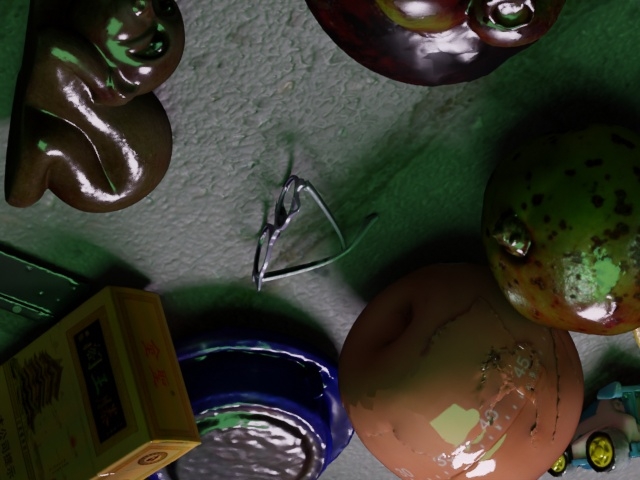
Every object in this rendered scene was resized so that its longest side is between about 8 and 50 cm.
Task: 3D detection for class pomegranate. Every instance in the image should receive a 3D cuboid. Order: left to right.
[{"bbox_3d":[0.250,-0.005,1.294,0.198,0.198,0.246,-21,166,17],"label":"pomegranate"}]

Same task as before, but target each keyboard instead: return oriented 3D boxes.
[{"bbox_3d":[-0.348,0.025,1.407,0.231,0.023,0.072,23,122,-22],"label":"keyboard"}]

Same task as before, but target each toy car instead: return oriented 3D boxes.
[{"bbox_3d":[0.321,0.210,1.570,0.126,0.098,0.161,1,168,-33],"label":"toy car"}]

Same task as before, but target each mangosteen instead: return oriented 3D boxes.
[{"bbox_3d":[0.095,-0.216,1.026,0.228,0.265,0.228,-7,116,-14],"label":"mangosteen"}]

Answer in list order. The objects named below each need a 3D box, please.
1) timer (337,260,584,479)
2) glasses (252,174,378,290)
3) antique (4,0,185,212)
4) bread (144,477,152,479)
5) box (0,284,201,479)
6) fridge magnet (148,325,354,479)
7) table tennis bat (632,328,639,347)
[{"bbox_3d":[0.138,0.137,1.381,0.215,0.229,0.229,35,123,-26],"label":"timer"},{"bbox_3d":[0.000,0.000,1.364,0.104,0.062,0.140,15,132,-17],"label":"glasses"},{"bbox_3d":[-0.189,-0.124,1.205,0.143,0.121,0.257,4,134,-15],"label":"antique"},{"bbox_3d":[-0.244,0.337,1.639,0.213,0.104,0.213,-13,145,-9],"label":"bread"},{"bbox_3d":[-0.258,0.186,1.443,0.274,0.174,0.076,-35,153,30],"label":"box"},{"bbox_3d":[-0.090,0.199,1.512,0.265,0.112,0.265,-3,134,-3],"label":"fridge magnet"},{"bbox_3d":[0.439,0.115,1.494,0.198,0.050,0.321,-12,129,11],"label":"table tennis bat"}]
